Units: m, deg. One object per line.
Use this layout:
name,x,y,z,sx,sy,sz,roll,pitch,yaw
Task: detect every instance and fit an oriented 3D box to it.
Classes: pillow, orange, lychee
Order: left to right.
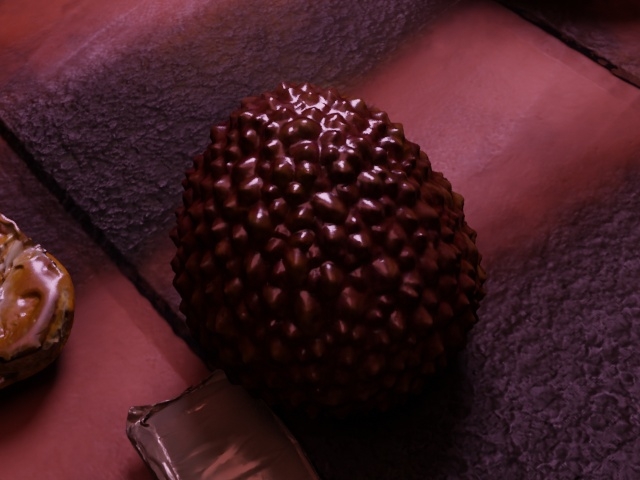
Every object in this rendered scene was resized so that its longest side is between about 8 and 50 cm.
orange,-0.297,0.057,0.832,0.160,0.112,0.169,2,80,-1
pillow,-0.063,0.193,0.731,0.119,0.053,0.208,-29,57,-14
lychee,0.000,0.000,0.723,0.272,0.271,0.271,-5,56,7
